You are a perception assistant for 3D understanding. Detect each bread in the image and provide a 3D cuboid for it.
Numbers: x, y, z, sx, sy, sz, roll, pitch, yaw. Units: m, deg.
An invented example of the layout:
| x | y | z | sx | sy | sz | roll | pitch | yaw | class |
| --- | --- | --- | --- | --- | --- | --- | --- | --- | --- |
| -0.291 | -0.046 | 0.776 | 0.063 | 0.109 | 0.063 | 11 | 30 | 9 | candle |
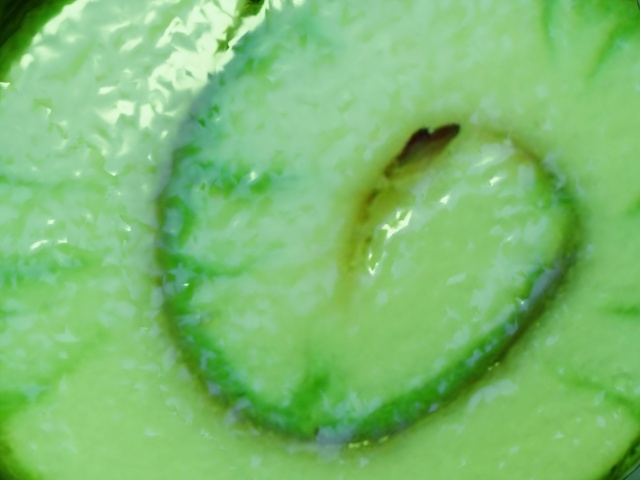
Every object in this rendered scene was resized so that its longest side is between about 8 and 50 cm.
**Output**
| x | y | z | sx | sy | sz | roll | pitch | yaw | class |
| --- | --- | --- | --- | --- | --- | --- | --- | --- | --- |
| 0.000 | 0.000 | 0.548 | 0.366 | 0.129 | 0.382 | -46 | 110 | 2 | bread |
